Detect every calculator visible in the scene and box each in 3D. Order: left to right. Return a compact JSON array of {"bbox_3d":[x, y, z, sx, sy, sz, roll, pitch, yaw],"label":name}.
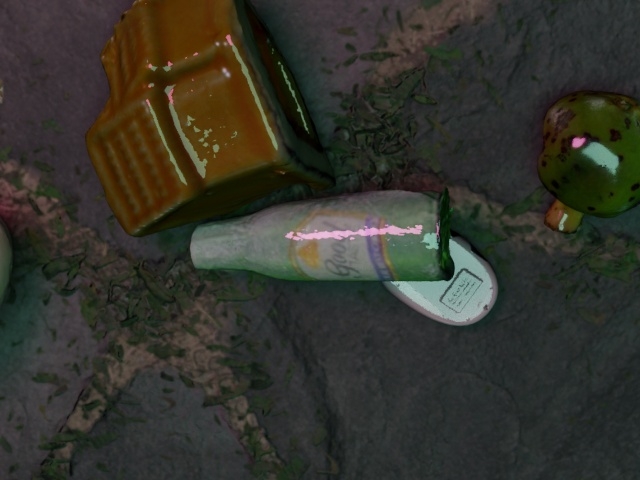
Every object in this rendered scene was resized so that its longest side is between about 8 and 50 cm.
[{"bbox_3d":[0.129,0.034,1.581,0.166,0.024,0.103,33,102,-5],"label":"calculator"}]

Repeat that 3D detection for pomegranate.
[{"bbox_3d":[0.306,-0.078,1.500,0.143,0.122,0.169,11,103,-31],"label":"pomegranate"}]

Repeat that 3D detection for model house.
[{"bbox_3d":[-0.142,-0.133,1.486,0.239,0.173,0.268,-21,97,14],"label":"model house"}]

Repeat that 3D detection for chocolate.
[{"bbox_3d":[0.000,0.000,1.533,0.291,0.110,0.110,-3,104,13],"label":"chocolate"}]

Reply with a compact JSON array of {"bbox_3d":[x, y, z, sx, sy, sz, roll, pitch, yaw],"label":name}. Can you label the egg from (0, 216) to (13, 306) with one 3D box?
[{"bbox_3d":[-0.433,0.040,1.512,0.217,0.183,0.183,-27,102,15],"label":"egg"}]
